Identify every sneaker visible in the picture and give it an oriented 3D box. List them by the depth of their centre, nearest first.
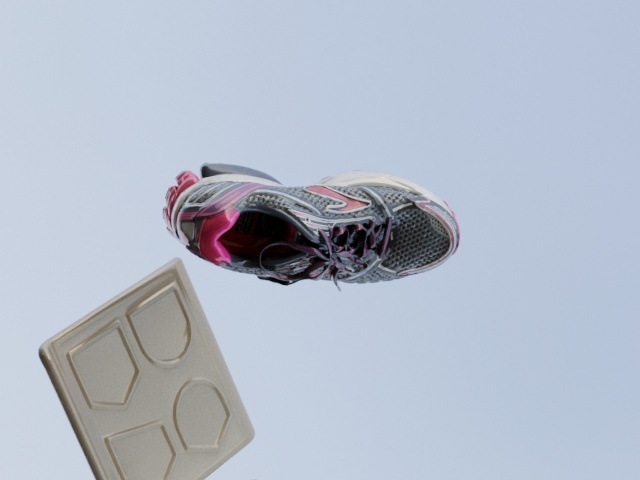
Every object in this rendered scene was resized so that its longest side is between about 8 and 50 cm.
[{"bbox_3d":[0.000,0.000,1.609,0.112,0.299,0.121,-136,-129,-61],"label":"sneaker"}]

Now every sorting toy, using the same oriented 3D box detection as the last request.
[{"bbox_3d":[-0.155,0.197,1.660,0.041,0.229,0.307,-11,-73,39],"label":"sorting toy"}]
